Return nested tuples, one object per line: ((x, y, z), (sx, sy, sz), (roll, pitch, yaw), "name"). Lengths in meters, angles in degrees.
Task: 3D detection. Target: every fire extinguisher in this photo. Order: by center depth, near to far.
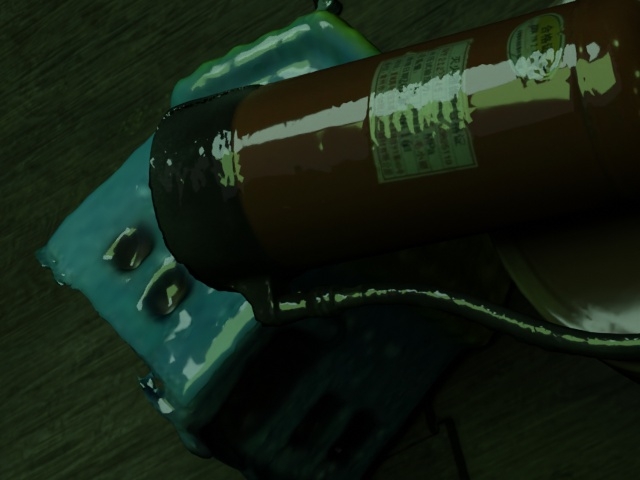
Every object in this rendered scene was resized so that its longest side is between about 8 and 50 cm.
((0.100, -0.031, 0.943), (0.376, 0.113, 0.200), (-14, 103, 26), "fire extinguisher")

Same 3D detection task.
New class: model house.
((0.000, 0.000, 1.186), (0.303, 0.237, 0.215), (-52, 51, 1), "model house")

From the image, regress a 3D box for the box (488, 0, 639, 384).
((0.266, -0.030, 1.018), (0.301, 0.216, 0.301), (-16, 59, 28), "box")

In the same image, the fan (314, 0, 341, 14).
((-0.052, -0.129, 1.428), (0.193, 0.016, 0.038), (-49, 47, 7), "fan")
